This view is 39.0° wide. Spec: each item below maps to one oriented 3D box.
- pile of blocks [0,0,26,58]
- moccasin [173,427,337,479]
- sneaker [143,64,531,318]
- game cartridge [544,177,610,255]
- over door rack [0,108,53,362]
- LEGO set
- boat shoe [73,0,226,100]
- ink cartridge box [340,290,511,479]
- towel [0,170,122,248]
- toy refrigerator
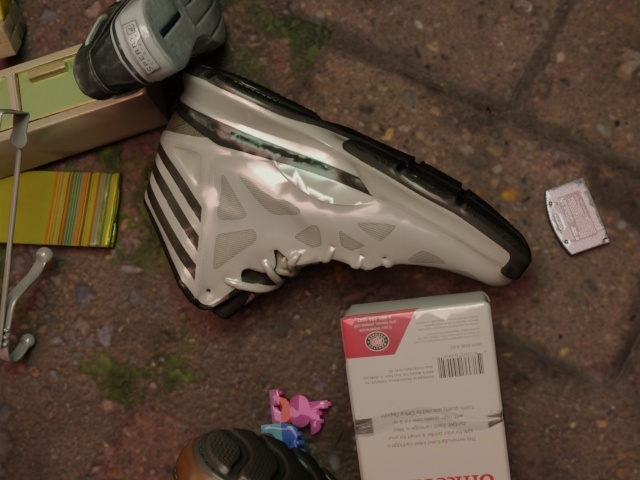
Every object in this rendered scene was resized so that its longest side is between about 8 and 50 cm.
[{"bbox_3d":[-0.490,-0.404,1.195,0.112,0.149,0.362,-15,77,6],"label":"pile of blocks"},{"bbox_3d":[-0.009,0.317,0.893,0.147,0.380,0.139,-40,35,9],"label":"moccasin"},{"bbox_3d":[0.000,0.000,1.053,0.447,0.169,0.257,27,103,8],"label":"sneaker"},{"bbox_3d":[0.296,-0.026,1.053,0.056,0.017,0.083,-18,76,2],"label":"game cartridge"},{"bbox_3d":[-0.453,-0.030,1.091,0.239,0.108,0.324,11,113,12],"label":"over door rack"},{"bbox_3d":[-0.007,0.275,1.005,0.093,0.087,0.227,-8,78,8],"label":"LEGO set"},{"bbox_3d":[-0.199,-0.249,1.041,0.119,0.335,0.121,-19,108,15],"label":"boat shoe"},{"bbox_3d":[0.115,0.173,0.973,0.158,0.092,0.218,-7,94,8],"label":"ink cartridge box"},{"bbox_3d":[-0.373,-0.042,1.168,0.237,0.021,0.102,2,73,11],"label":"towel"},{"bbox_3d":[-0.340,-0.169,1.142,0.269,0.094,0.102,-17,69,6],"label":"toy refrigerator"}]
